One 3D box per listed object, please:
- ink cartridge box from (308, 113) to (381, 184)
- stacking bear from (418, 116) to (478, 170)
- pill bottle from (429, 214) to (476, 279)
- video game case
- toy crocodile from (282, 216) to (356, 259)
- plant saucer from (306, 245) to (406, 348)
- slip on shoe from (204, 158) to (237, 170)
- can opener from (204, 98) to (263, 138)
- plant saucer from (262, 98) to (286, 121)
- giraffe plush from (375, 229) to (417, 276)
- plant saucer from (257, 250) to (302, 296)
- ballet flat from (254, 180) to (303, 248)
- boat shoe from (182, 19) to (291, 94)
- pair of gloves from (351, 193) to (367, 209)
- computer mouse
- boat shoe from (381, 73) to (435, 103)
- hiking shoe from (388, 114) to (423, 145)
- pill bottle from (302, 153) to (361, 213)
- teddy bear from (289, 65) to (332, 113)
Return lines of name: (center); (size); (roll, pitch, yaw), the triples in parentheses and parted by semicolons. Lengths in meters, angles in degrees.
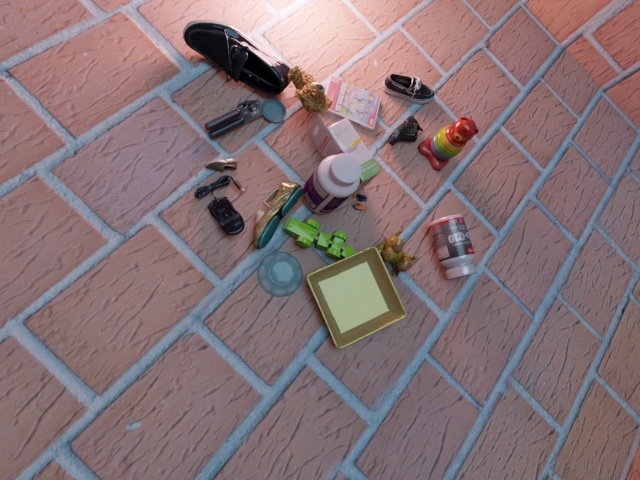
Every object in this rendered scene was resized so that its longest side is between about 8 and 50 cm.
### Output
ink cartridge box: (0.102, -0.401, 1.863); (0.119, 0.207, 0.353); (-32, 88, -19)
stacking bear: (0.649, -0.498, 2.042); (0.164, 0.289, 0.175); (-42, 91, -24)
pill bottle: (0.631, 0.033, 1.956); (0.162, 0.161, 0.282); (-9, 78, -22)
video game case: (0.154, -0.684, 2.063); (0.286, 0.025, 0.203); (19, 69, -14)
toy crocodile: (0.000, 0.000, 1.783); (0.341, 0.105, 0.115); (23, 69, -7)
plant saucer: (0.146, 0.236, 1.744); (0.333, 0.081, 0.332); (-23, 86, -13)
slip on shoe: (-0.417, -0.313, 1.743); (0.136, 0.051, 0.041); (-11, 76, -30)
can opener: (-0.379, -0.540, 1.818); (0.284, 0.095, 0.075); (-33, 127, -19)
plant saucer: (-0.218, -0.596, 1.907); (0.120, 0.021, 0.119); (5, 73, -18)
giraffe plush: (0.341, 0.077, 1.862); (0.170, 0.182, 0.210); (52, 30, -11)
plant saucer: (-0.163, 0.135, 1.713); (0.195, 0.037, 0.194); (5, 73, -18)
ballet flat: (-0.204, -0.117, 1.738); (0.123, 0.123, 0.348); (36, 67, -7)
boat shoe: (-0.361, -0.797, 1.820); (0.501, 0.187, 0.155); (23, 49, -18)
pair of gloves: (0.184, -0.180, 1.940); (0.074, 0.010, 0.083); (12, 69, -15)
computer mouse: (-0.374, -0.144, 1.707); (0.184, 0.060, 0.262); (-37, 78, -20)
boat shoe: (0.479, -0.808, 2.169); (0.307, 0.105, 0.113); (12, 71, -16)
hiking shoe: (0.436, -0.538, 2.089); (0.114, 0.086, 0.227); (44, 65, 0)
pill bottle: (0.049, -0.239, 1.736); (0.182, 0.323, 0.181); (5, 74, -19)
teddy bear: (-0.037, -0.680, 1.861); (0.113, 0.338, 0.245); (-31, 103, 16)
